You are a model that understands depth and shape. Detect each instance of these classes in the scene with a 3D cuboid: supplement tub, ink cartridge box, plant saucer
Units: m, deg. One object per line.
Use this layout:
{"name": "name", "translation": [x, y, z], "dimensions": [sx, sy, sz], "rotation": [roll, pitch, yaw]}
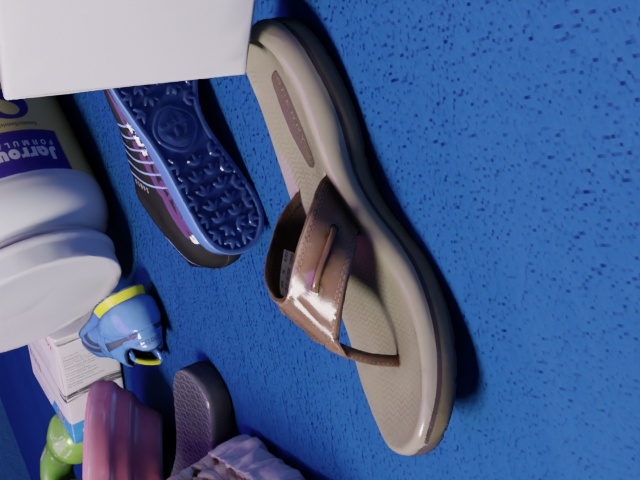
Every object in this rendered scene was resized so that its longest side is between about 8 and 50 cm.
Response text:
{"name": "supplement tub", "translation": [-0.375, -0.066, 1.327], "dimensions": [0.331, 0.241, 0.241], "rotation": [61, 157, 18]}
{"name": "ink cartridge box", "translation": [-0.324, 0.140, 1.599], "dimensions": [0.148, 0.086, 0.203], "rotation": [51, 151, 36]}
{"name": "plant saucer", "translation": [-0.213, 0.324, 1.397], "dimensions": [0.332, 0.084, 0.332], "rotation": [177, 90, -84]}

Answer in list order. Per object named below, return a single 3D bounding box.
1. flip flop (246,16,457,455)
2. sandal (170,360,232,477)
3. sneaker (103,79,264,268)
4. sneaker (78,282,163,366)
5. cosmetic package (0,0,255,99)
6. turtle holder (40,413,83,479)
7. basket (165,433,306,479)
{"name": "flip flop", "translation": [0.000, 0.000, 0.732], "dimensions": [0.277, 0.080, 0.112], "rotation": [69, 156, 4]}
{"name": "sandal", "translation": [-0.108, 0.234, 1.249], "dimensions": [0.097, 0.054, 0.254], "rotation": [39, 135, 38]}
{"name": "sneaker", "translation": [-0.124, -0.084, 0.942], "dimensions": [0.090, 0.081, 0.232], "rotation": [-26, 87, 61]}
{"name": "sneaker", "translation": [-0.215, 0.113, 1.349], "dimensions": [0.082, 0.069, 0.209], "rotation": [62, 157, 7]}
{"name": "cosmetic package", "translation": [-0.108, -0.263, 0.613], "dimensions": [0.365, 0.155, 0.197], "rotation": [105, 151, -54]}
{"name": "turtle holder", "translation": [-0.300, 0.417, 1.663], "dimensions": [0.227, 0.243, 0.320], "rotation": [-38, 34, 52]}
{"name": "basket", "translation": [-0.073, 0.389, 1.017], "dimensions": [0.331, 0.266, 0.328], "rotation": [17, 126, 65]}
